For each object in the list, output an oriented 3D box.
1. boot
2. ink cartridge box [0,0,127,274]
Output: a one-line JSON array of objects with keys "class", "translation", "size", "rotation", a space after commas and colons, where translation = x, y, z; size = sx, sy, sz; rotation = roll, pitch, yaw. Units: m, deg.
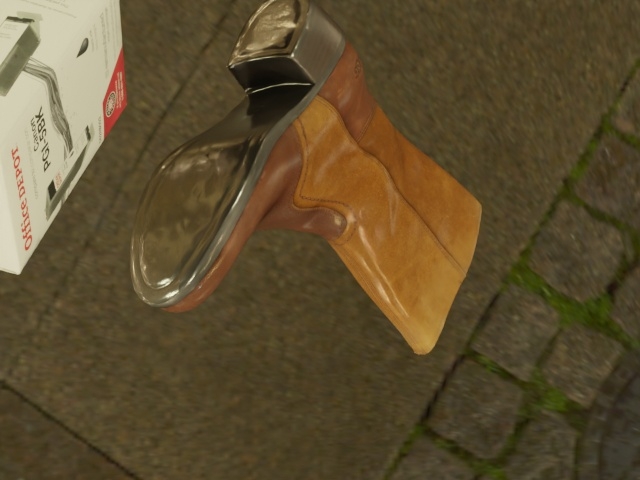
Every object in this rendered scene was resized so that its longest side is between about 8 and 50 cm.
[{"class": "boot", "translation": [0.000, 0.000, 1.122], "size": [0.096, 0.280, 0.264], "rotation": [-5, 51, 36]}, {"class": "ink cartridge box", "translation": [-0.154, -0.065, 0.782], "size": [0.056, 0.099, 0.135], "rotation": [17, 53, 10]}]
